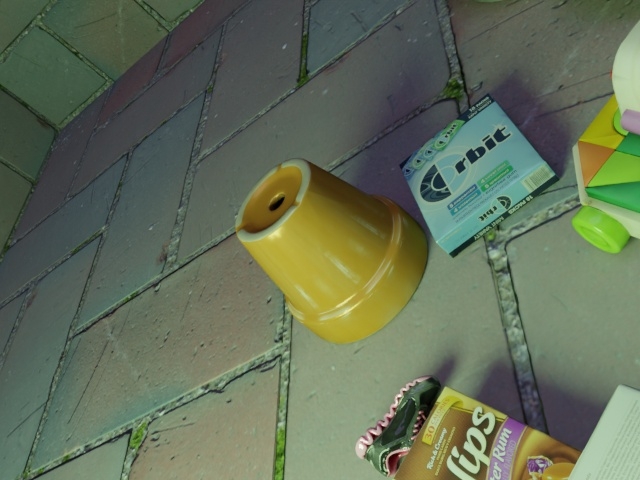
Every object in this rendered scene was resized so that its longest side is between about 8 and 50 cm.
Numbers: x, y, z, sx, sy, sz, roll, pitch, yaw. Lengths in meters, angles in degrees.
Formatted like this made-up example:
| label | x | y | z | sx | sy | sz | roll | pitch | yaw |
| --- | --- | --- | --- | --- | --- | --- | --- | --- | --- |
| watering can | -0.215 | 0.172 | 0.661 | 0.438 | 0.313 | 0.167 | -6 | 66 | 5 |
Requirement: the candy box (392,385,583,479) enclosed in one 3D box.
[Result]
| label | x | y | z | sx | sy | sz | roll | pitch | yaw |
| --- | --- | --- | --- | --- | --- | --- | --- | --- | --- |
| candy box | 0.160 | 0.214 | 0.609 | 0.187 | 0.053 | 0.109 | 15 | 71 | 57 |

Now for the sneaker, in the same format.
| label | x | y | z | sx | sy | sz | roll | pitch | yaw |
| --- | --- | --- | --- | --- | --- | --- | --- | --- | --- |
| sneaker | 0.092 | 0.197 | 0.724 | 0.119 | 0.047 | 0.057 | -52 | 47 | 4 |

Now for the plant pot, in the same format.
| label | x | y | z | sx | sy | sz | roll | pitch | yaw |
| --- | --- | --- | --- | --- | --- | --- | --- | --- | --- |
| plant pot | 0.000 | 0.000 | 0.889 | 0.205 | 0.188 | 0.205 | -31 | 38 | 28 |

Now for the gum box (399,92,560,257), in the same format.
| label | x | y | z | sx | sy | sz | roll | pitch | yaw |
| --- | --- | --- | --- | --- | --- | --- | --- | --- | --- |
| gum box | 0.193 | -0.088 | 0.880 | 0.157 | 0.041 | 0.184 | -39 | 33 | 18 |

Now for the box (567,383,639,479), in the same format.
| label | x | y | z | sx | sy | sz | roll | pitch | yaw |
| --- | --- | --- | --- | --- | --- | --- | --- | --- | --- |
| box | 0.248 | 0.177 | 0.492 | 0.102 | 0.101 | 0.087 | -57 | 33 | -10 |

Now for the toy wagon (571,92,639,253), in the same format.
| label | x | y | z | sx | sy | sz | roll | pitch | yaw |
| --- | --- | --- | --- | --- | --- | --- | --- | --- | --- |
| toy wagon | 0.393 | -0.080 | 0.604 | 0.267 | 0.068 | 0.344 | -52 | 32 | -2 |

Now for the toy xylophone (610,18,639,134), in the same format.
| label | x | y | z | sx | sy | sz | roll | pitch | yaw |
| --- | --- | --- | --- | --- | --- | --- | --- | --- | --- |
| toy xylophone | 0.403 | -0.209 | 0.583 | 0.322 | 0.081 | 0.236 | -45 | 34 | 7 |
